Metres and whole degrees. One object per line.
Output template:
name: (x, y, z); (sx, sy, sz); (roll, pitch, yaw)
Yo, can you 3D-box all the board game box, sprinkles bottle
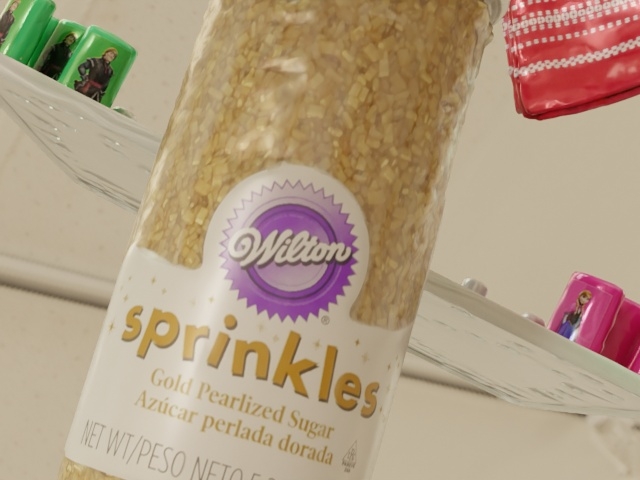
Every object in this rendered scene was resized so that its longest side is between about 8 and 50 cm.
board game box: (0.000, 0.000, 0.748); (0.050, 0.390, 0.390); (-63, -1, -7)
sprinkles bottle: (-0.018, 0.014, 0.464); (0.121, 0.121, 0.355); (26, -103, -46)

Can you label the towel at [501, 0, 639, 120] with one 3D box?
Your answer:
towel: (0.194, -0.220, 0.728); (0.198, 0.275, 0.031); (-12, -13, 22)
